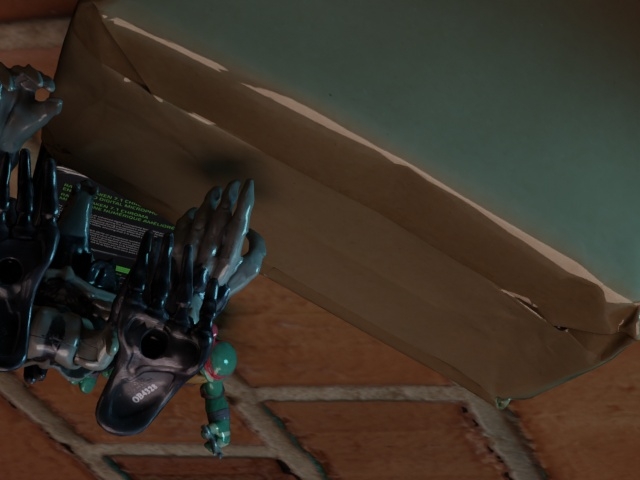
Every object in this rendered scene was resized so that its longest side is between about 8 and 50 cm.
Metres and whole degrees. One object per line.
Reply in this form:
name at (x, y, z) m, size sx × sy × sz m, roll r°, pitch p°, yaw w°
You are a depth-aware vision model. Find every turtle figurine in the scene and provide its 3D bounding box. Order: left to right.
turtle figurine at (-0.145, 0.133, 1.859) m, size 0.175 × 0.118 × 0.234 m, roll 43°, pitch 156°, yaw -26°

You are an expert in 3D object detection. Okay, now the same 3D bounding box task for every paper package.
paper package at (0.054, -0.130, 0.990) m, size 0.309 × 0.324 × 0.168 m, roll 29°, pitch 150°, yaw -9°

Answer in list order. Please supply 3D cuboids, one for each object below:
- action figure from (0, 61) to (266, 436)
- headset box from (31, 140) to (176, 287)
action figure at (-0.109, 0.006, 0.876) m, size 0.164 × 0.141 × 0.276 m, roll 24°, pitch 178°, yaw -12°
headset box at (-0.113, -0.085, 1.275) m, size 0.131 × 0.246 × 0.283 m, roll 15°, pitch 152°, yaw -11°
